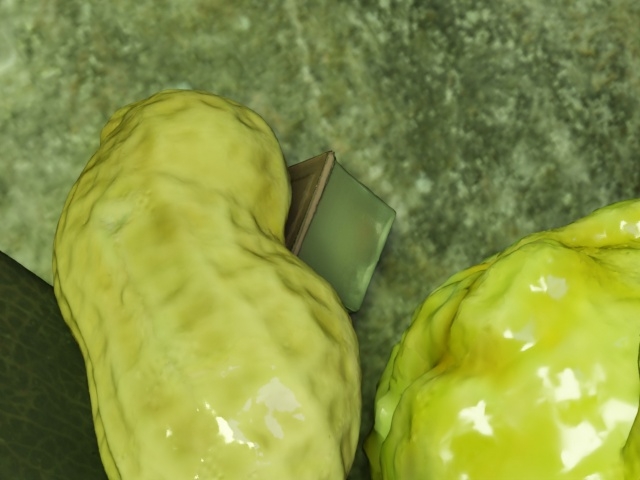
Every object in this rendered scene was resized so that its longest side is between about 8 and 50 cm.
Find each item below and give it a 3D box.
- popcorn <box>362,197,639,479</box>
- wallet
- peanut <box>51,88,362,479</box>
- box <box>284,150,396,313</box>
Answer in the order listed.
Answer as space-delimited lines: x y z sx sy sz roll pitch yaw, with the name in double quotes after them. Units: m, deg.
0.165 0.114 0.891 0.335 0.279 0.274 43 71 -43 "popcorn"
-0.109 0.123 0.863 0.321 0.044 0.170 35 36 -16 "wallet"
-0.062 0.035 0.848 0.147 0.147 0.305 0 47 -28 "peanut"
0.000 0.000 0.968 0.063 0.060 0.085 31 65 -23 "box"
